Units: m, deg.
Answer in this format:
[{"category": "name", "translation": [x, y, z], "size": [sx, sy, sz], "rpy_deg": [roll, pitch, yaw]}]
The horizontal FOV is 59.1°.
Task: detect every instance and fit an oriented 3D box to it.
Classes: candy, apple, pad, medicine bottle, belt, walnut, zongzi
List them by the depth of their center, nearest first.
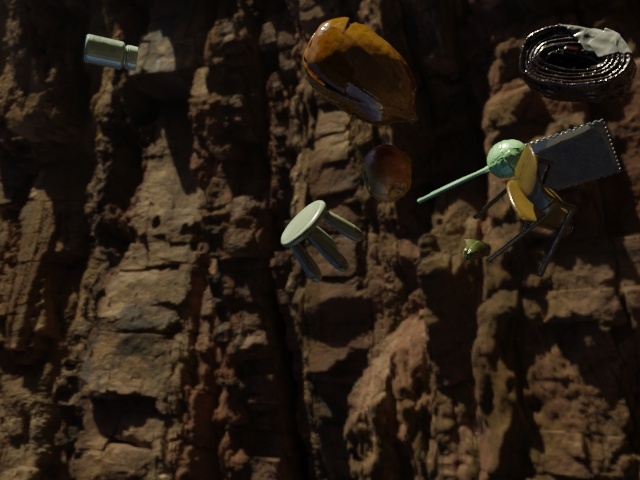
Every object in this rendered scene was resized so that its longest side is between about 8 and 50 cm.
[{"category": "medicine bottle", "translation": [-0.354, -0.316, 0.953], "size": [0.083, 0.047, 0.047], "rpy_deg": [6, -106, -23]}, {"category": "walnut", "translation": [0.108, -0.399, 1.383], "size": [0.336, 0.209, 0.209], "rpy_deg": [39, -144, 3]}, {"category": "apple", "translation": [0.176, -0.176, 1.451], "size": [0.146, 0.146, 0.146], "rpy_deg": [24, -118, -55]}, {"category": "belt", "translation": [0.692, -0.468, 1.521], "size": [0.164, 0.289, 0.184], "rpy_deg": [22, -91, -56]}, {"category": "candy", "translation": [0.491, -0.207, 1.883], "size": [0.119, 0.440, 0.119], "rpy_deg": [18, -120, -35]}, {"category": "pad", "translation": [0.872, -0.283, 1.956], "size": [0.270, 0.269, 0.012], "rpy_deg": [45, -140, -36]}, {"category": "zongzi", "translation": [0.530, 0.033, 2.073], "size": [0.154, 0.130, 0.062], "rpy_deg": [-15, -62, -30]}]

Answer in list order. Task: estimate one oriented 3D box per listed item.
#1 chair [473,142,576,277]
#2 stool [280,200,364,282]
[{"category": "chair", "translation": [0.452, -0.073, 1.203], "size": [0.172, 0.247, 0.158], "rpy_deg": [15, -138, -13]}, {"category": "stool", "translation": [0.000, 0.000, 1.861], "size": [0.199, 0.195, 0.195], "rpy_deg": [44, -130, -20]}]
